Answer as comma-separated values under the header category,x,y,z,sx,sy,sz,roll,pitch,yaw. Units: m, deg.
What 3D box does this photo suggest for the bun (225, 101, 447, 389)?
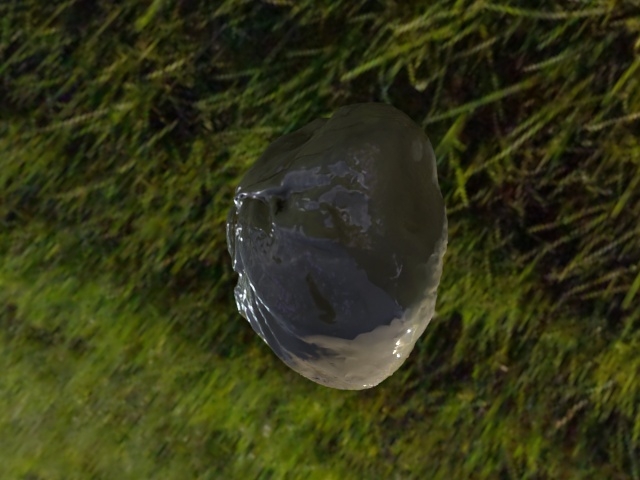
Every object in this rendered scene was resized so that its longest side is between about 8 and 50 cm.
category,x,y,z,sx,sy,sz,roll,pitch,yaw
bun,0.000,0.000,0.737,0.133,0.231,0.231,8,163,-14
